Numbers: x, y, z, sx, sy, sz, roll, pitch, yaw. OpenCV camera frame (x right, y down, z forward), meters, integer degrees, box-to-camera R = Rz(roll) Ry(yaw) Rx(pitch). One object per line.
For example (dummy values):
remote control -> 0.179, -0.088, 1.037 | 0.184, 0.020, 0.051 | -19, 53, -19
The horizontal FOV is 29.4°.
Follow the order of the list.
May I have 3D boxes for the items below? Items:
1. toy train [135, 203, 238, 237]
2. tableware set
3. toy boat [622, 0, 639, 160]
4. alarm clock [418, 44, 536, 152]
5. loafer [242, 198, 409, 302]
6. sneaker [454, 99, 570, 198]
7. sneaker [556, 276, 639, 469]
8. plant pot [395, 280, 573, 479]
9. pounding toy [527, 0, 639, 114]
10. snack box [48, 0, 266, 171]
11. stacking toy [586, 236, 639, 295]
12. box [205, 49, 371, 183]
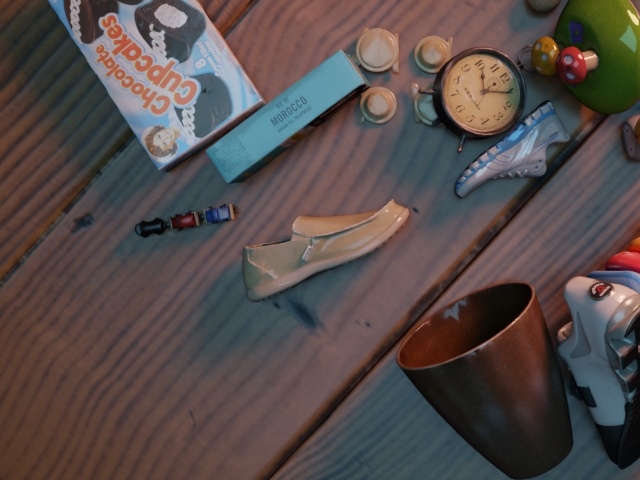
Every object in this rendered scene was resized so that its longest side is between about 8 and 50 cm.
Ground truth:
toy train -> -0.201, -0.030, 1.819 | 0.158, 0.036, 0.027 | -11, 88, 5
tableware set -> 0.126, -0.240, 1.801 | 0.168, 0.020, 0.141 | 4, 90, 4
toy boat -> 0.523, -0.262, 1.718 | 0.267, 0.148, 0.318 | 29, 84, 0
alarm clock -> 0.244, -0.221, 1.765 | 0.192, 0.064, 0.129 | -34, 94, -8
loafer -> 0.000, 0.000, 1.769 | 0.268, 0.102, 0.092 | -26, 93, 5
sneaker -> 0.280, -0.114, 1.764 | 0.190, 0.071, 0.083 | -39, 92, 4
sneaker -> 0.401, 0.175, 1.689 | 0.122, 0.331, 0.146 | -35, 43, -25
plant pot -> 0.255, 0.211, 1.710 | 0.215, 0.215, 0.230 | -30, 103, 4
pounding toy -> 0.346, -0.280, 1.689 | 0.110, 0.183, 0.237 | -16, 79, -21
snack box -> -0.246, -0.285, 1.814 | 0.187, 0.060, 0.322 | -34, 87, 4
stacking toy -> 0.524, -0.014, 1.711 | 0.175, 0.166, 0.302 | 33, 81, -11
box -> -0.045, -0.177, 1.766 | 0.244, 0.100, 0.060 | -36, 88, 10
